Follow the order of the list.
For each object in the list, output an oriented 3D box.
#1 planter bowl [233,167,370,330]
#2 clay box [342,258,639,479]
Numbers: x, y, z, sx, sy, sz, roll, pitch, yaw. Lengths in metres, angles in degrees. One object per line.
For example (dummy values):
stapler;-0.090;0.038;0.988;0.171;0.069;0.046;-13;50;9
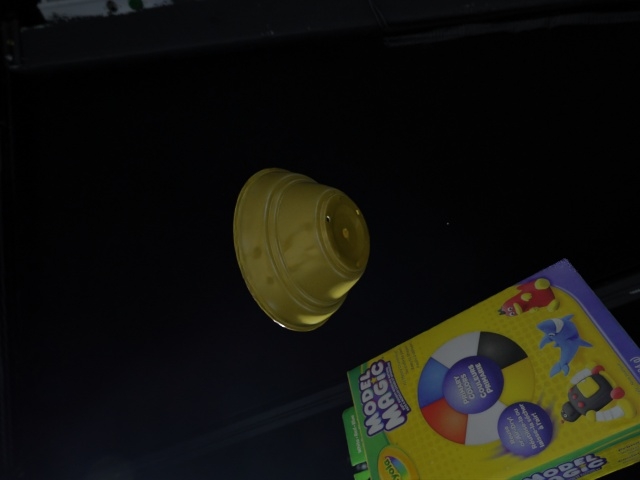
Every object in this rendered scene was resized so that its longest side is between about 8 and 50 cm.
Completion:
planter bowl;0.000;0.000;0.636;0.090;0.217;0.217;-16;-92;35
clay box;0.108;0.119;0.359;0.222;0.127;0.053;-31;-53;13
